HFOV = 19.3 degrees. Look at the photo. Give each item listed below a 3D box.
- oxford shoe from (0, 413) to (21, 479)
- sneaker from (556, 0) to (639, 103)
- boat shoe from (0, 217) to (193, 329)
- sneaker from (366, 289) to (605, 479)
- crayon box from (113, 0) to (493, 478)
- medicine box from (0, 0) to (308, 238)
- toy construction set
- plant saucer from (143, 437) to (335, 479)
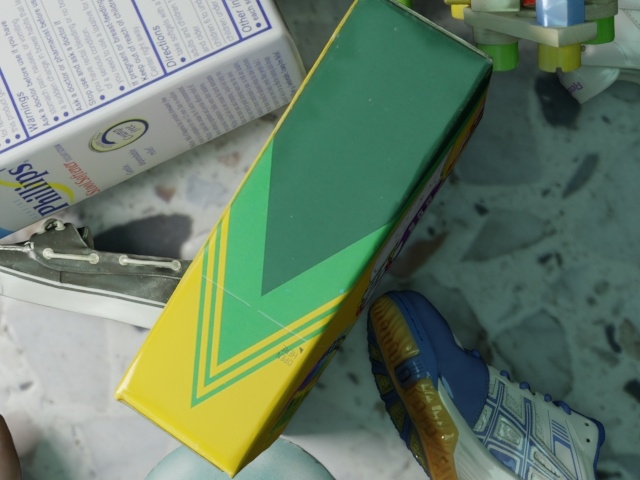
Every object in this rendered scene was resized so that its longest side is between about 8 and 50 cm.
[{"bbox_3d":[-0.404,0.235,1.526,0.364,0.130,0.132,-15,54,10],"label":"oxford shoe"},{"bbox_3d":[0.201,-0.202,1.477,0.305,0.114,0.152,33,89,5],"label":"sneaker"},{"bbox_3d":[-0.206,0.020,1.524,0.219,0.078,0.070,13,90,-3],"label":"boat shoe"},{"bbox_3d":[0.149,0.156,1.488,0.131,0.112,0.296,-30,87,-15],"label":"sneaker"},{"bbox_3d":[0.000,0.000,1.361,0.106,0.363,0.313,31,91,4],"label":"crayon box"},{"bbox_3d":[-0.195,-0.186,1.461,0.289,0.149,0.263,-25,74,1],"label":"medicine box"},{"bbox_3d":[0.083,-0.211,1.365,0.328,0.215,0.151,23,120,24],"label":"toy construction set"},{"bbox_3d":[-0.068,0.251,1.521,0.195,0.037,0.195,0,87,5],"label":"plant saucer"}]
